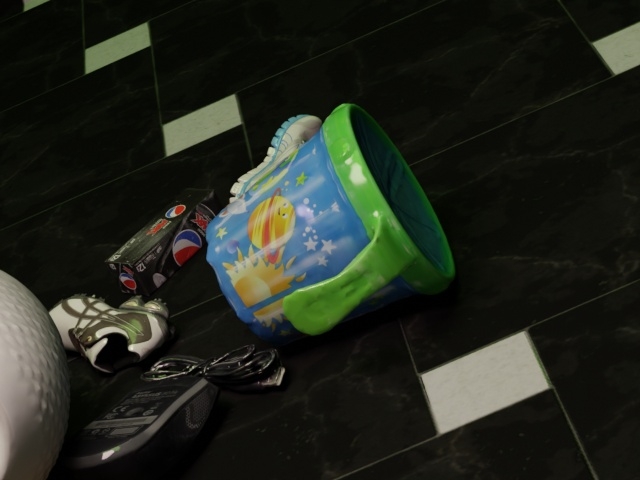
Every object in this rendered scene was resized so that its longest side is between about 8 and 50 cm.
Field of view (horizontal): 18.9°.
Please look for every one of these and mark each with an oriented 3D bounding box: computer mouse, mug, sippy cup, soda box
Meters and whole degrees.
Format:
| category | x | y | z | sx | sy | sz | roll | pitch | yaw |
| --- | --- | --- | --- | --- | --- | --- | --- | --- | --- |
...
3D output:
| category | x | y | z | sx | sy | sz | roll | pitch | yaw |
| --- | --- | --- | --- | --- | --- | --- | --- | --- | --- |
| computer mouse | -0.171 | 0.205 | 2.099 | 0.188 | 0.072 | 0.272 | -6 | 20 | 38 |
| mug | -0.437 | 0.147 | 1.988 | 0.276 | 0.374 | 0.328 | -53 | 11 | 2 |
| sippy cup | 0.000 | 0.000 | 2.168 | 0.224 | 0.240 | 0.305 | -31 | -14 | 13 |
| soda box | -0.198 | 0.001 | 2.501 | 0.060 | 0.053 | 0.169 | 5 | 40 | 45 |

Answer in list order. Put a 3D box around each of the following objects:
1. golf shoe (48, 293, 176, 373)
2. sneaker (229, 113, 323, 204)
| category | x | y | z | sx | sy | sz | roll | pitch | yaw |
| --- | --- | --- | --- | --- | --- | --- | --- | --- | --- |
| golf shoe | -0.274 | 0.116 | 2.333 | 0.198 | 0.077 | 0.094 | -8 | 32 | 34 |
| sneaker | -0.036 | -0.092 | 2.529 | 0.083 | 0.071 | 0.191 | 6 | 48 | 37 |
